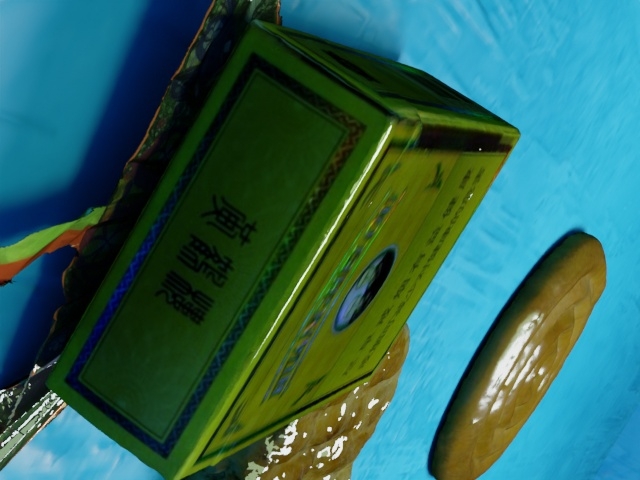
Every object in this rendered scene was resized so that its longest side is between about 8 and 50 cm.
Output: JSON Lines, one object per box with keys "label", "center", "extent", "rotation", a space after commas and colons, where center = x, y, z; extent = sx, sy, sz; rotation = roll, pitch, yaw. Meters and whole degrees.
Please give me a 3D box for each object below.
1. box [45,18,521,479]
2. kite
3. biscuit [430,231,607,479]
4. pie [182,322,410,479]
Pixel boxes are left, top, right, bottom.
{"label": "box", "center": [0.000, 0.000, 0.518], "extent": [0.141, 0.064, 0.220], "rotation": [-58, 164, 12]}
{"label": "kite", "center": [-0.055, -0.019, 0.452], "extent": [0.241, 0.014, 0.183], "rotation": [-61, 165, 24]}
{"label": "biscuit", "center": [0.180, 0.109, 1.183], "extent": [0.262, 0.037, 0.262], "rotation": [-48, 157, -28]}
{"label": "pie", "center": [-0.018, 0.115, 0.701], "extent": [0.195, 0.046, 0.195], "rotation": [-50, 160, -26]}
